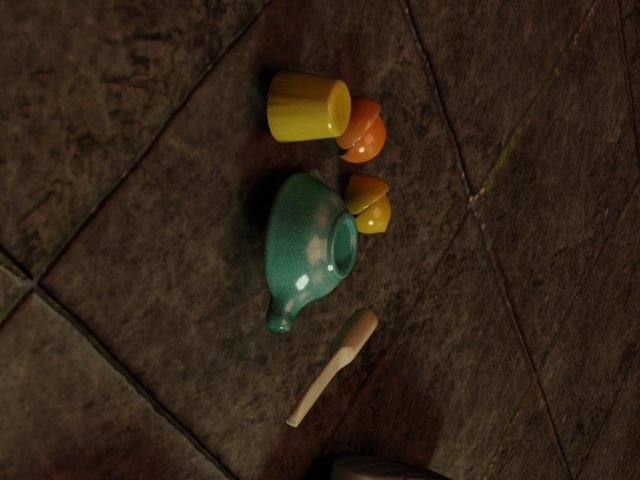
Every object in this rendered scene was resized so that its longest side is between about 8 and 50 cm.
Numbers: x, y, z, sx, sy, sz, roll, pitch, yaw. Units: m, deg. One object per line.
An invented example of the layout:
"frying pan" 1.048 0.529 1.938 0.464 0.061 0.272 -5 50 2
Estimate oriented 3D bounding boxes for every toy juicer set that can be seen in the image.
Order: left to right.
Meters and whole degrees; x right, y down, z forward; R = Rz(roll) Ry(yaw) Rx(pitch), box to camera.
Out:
"toy juicer set" 0.000 0.000 0.898 0.209 0.089 0.329 -8 103 -66

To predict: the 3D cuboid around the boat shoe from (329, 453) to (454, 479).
"boat shoe" 0.105 0.355 1.147 0.335 0.121 0.119 32 73 -56
